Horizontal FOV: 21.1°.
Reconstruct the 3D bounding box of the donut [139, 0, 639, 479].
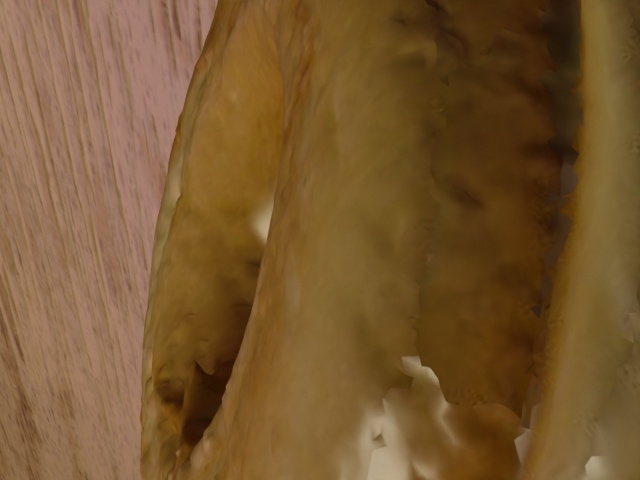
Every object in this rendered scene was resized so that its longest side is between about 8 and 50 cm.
[{"bbox_3d":[0.049,0.010,0.679,0.198,0.449,0.449,10,160,-13],"label":"donut"}]
